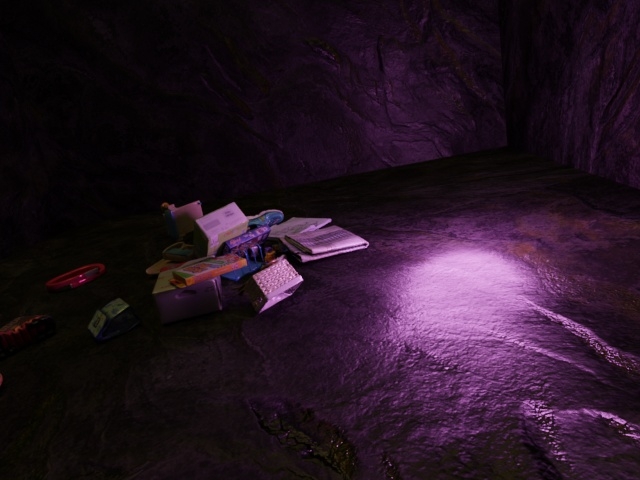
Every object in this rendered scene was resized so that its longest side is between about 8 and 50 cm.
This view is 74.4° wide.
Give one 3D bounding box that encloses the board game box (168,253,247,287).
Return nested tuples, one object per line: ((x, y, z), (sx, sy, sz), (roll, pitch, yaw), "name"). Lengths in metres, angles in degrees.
((-0.408, 0.106, 1.520), (0.259, 0.039, 0.124), (-22, 22, -36), "board game box")

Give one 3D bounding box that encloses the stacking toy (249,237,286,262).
((-0.202, 0.043, 1.973), (0.221, 0.052, 0.167), (-19, 20, -35), "stacking toy")

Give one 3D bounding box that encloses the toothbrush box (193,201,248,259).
((-0.460, -0.016, 1.925), (0.206, 0.122, 0.283), (-30, -20, -30), "toothbrush box")

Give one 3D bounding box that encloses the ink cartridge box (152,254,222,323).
((-0.498, 0.177, 1.607), (0.226, 0.131, 0.306), (-13, 18, -11), "ink cartridge box")

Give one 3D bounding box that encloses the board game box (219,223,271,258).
((-0.355, 0.024, 1.976), (0.243, 0.042, 0.165), (-28, -21, -40), "board game box")

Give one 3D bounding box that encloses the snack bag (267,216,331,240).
((-0.148, -0.072, 2.316), (0.323, 0.037, 0.342), (4, 23, 42), "snack bag")

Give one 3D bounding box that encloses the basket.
((-0.163, 0.152, 1.437), (0.167, 0.103, 0.113), (-26, -17, -40), "basket")

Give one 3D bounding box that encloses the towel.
((0.000, 0.000, 1.877), (0.324, 0.056, 0.312), (-13, 22, -22), "towel")

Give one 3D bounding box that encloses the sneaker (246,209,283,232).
((-0.343, -0.097, 2.470), (0.275, 0.107, 0.110), (-19, 37, -5), "sneaker")

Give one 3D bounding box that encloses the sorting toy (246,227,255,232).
((-0.511, -0.040, 2.312), (0.347, 0.047, 0.196), (-5, 19, 23), "sorting toy")

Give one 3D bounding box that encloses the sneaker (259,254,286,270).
((-0.203, 0.101, 1.770), (0.084, 0.058, 0.152), (3, 28, 18), "sneaker")

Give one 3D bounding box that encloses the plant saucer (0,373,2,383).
((-1.050, 0.463, 1.241), (0.199, 0.037, 0.200), (-12, 17, 4), "plant saucer")

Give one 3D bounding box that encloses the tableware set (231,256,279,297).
((-0.225, 0.129, 1.513), (0.194, 0.039, 0.128), (-40, -13, 9), "tableware set")

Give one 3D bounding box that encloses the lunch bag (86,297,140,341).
((-0.751, 0.288, 1.511), (0.151, 0.096, 0.128), (-40, 32, -29), "lunch bag")

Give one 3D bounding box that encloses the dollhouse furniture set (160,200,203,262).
((-0.659, -0.076, 2.084), (0.198, 0.304, 0.286), (5, 25, 33), "dollhouse furniture set")

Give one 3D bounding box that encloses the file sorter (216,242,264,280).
((-0.347, 0.089, 1.831), (0.118, 0.105, 0.170), (4, 24, 43), "file sorter")

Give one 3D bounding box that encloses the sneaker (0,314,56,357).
((-1.136, 0.353, 1.545), (0.135, 0.098, 0.276), (4, 21, 41), "sneaker")

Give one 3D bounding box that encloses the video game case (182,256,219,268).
((-0.458, 0.087, 1.615), (0.122, 0.011, 0.087), (-22, 11, -35), "video game case")

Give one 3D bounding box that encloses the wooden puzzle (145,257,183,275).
((-0.696, 0.122, 2.077), (0.238, 0.044, 0.221), (-2, 19, 16), "wooden puzzle")

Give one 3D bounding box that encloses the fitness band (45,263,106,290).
((-1.287, 0.194, 2.229), (0.209, 0.054, 0.290), (-1, 19, 39), "fitness band")
